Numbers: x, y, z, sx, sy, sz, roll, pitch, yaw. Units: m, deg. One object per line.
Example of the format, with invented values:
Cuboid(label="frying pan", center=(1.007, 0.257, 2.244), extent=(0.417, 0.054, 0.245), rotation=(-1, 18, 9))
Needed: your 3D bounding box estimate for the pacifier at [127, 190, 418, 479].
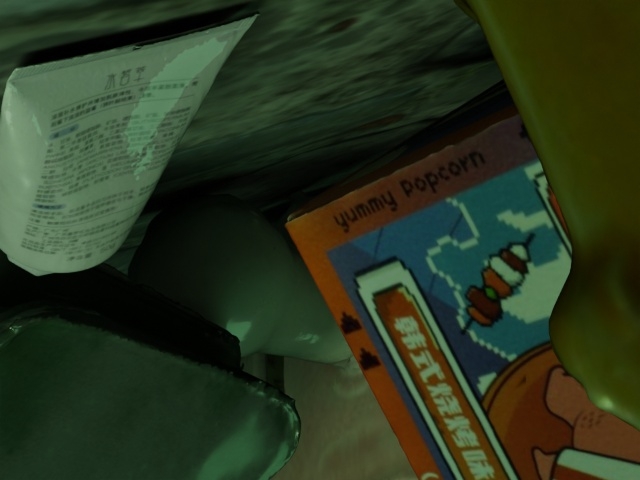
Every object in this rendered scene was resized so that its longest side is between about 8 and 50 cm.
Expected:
Cuboid(label="pacifier", center=(0.023, 0.051, 0.983), extent=(0.332, 0.273, 0.220), rotation=(-26, -160, 44))

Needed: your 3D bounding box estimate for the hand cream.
Cuboid(label="hand cream", center=(-0.079, -0.031, 0.553), extent=(0.084, 0.053, 0.142), rotation=(-19, 160, -30))

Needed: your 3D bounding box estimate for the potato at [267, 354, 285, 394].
Cuboid(label="potato", center=(0.058, 0.030, 1.210), extent=(0.262, 0.165, 0.165), rotation=(-19, 176, -22))

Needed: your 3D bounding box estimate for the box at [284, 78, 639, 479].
Cuboid(label="box", center=(0.229, 0.050, 0.691), extent=(0.318, 0.348, 0.257), rotation=(-23, -173, 42))

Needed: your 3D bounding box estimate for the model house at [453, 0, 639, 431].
Cuboid(label="model house", center=(0.138, -0.015, 0.407), extent=(0.173, 0.239, 0.268), rotation=(-22, 174, 13))

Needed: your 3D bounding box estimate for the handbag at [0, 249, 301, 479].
Cuboid(label="handbag", center=(-0.157, 0.129, 0.775), extent=(0.260, 0.079, 0.247), rotation=(-49, 146, 7))
